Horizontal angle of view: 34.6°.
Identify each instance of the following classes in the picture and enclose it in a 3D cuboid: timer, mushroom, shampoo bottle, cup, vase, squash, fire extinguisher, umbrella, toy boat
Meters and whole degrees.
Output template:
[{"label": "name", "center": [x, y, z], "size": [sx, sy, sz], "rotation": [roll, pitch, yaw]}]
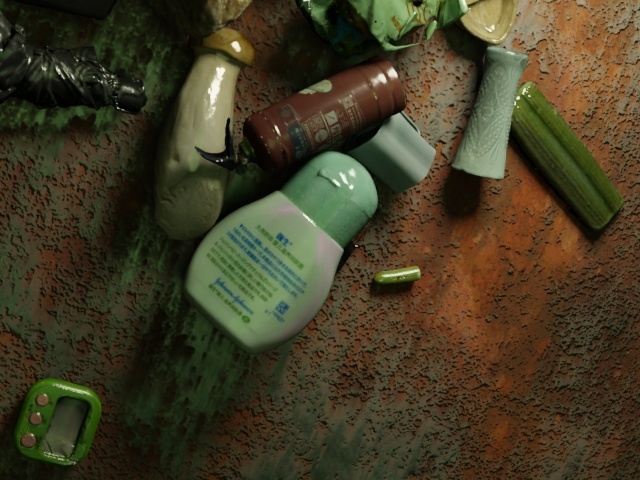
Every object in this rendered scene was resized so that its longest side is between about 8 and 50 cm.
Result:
[{"label": "timer", "center": [-0.436, 0.302, 1.706], "size": [0.128, 0.047, 0.140], "rotation": [19, 95, -17]}, {"label": "mushroom", "center": [-0.192, -0.170, 1.650], "size": [0.128, 0.128, 0.350], "rotation": [15, 92, -18]}, {"label": "shampoo bottle", "center": [-0.052, 0.006, 1.672], "size": [0.222, 0.151, 0.349], "rotation": [42, 91, 9]}, {"label": "cup", "center": [0.123, -0.169, 1.755], "size": [0.129, 0.095, 0.128], "rotation": [41, 52, -22]}, {"label": "vase", "center": [0.298, -0.222, 1.783], "size": [0.096, 0.096, 0.220], "rotation": [10, 101, -17]}, {"label": "squash", "center": [0.135, 0.064, 1.834], "size": [0.083, 0.027, 0.028], "rotation": [-9, 103, -13]}, {"label": "fire extinguisher", "center": [-0.035, -0.191, 1.614], "size": [0.343, 0.102, 0.138], "rotation": [-27, 147, -13]}, {"label": "umbrella", "center": [-0.433, -0.273, 1.566], "size": [0.336, 0.128, 0.154], "rotation": [-1, 116, -22]}, {"label": "toy boat", "center": [0.268, -0.425, 1.762], "size": [0.116, 0.061, 0.188], "rotation": [-25, 106, -12]}]

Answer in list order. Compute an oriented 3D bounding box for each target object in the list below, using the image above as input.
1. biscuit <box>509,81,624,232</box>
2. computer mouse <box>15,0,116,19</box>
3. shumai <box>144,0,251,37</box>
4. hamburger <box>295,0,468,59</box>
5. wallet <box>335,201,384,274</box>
[{"label": "biscuit", "center": [0.445, -0.145, 1.879], "size": [0.099, 0.038, 0.322], "rotation": [-45, 108, -7]}, {"label": "computer mouse", "center": [-0.421, -0.435, 1.525], "size": [0.269, 0.100, 0.170], "rotation": [11, 103, -8]}, {"label": "shumai", "center": [-0.133, -0.494, 1.602], "size": [0.283, 0.217, 0.346], "rotation": [-14, 101, -45]}, {"label": "hamburger", "center": [0.117, -0.390, 1.625], "size": [0.260, 0.150, 0.276], "rotation": [16, 116, -45]}, {"label": "wallet", "center": [0.000, 0.000, 1.776], "size": [0.124, 0.042, 0.230], "rotation": [35, 88, -16]}]
